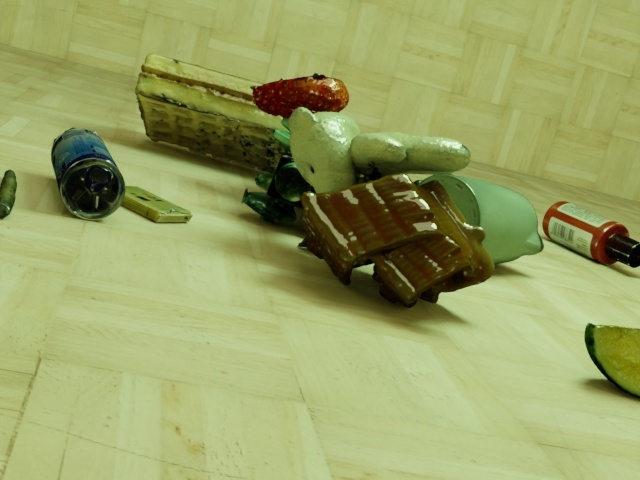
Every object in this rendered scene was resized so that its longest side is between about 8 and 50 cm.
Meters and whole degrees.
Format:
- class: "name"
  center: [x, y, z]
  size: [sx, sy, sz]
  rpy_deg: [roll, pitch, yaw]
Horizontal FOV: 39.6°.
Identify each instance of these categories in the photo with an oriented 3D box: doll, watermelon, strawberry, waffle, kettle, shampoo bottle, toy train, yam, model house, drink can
- class: "doll"
  center: [0.090, -0.120, 1.363]
  size: [0.278, 0.149, 0.175]
  rpy_deg: [2, -29, 11]
- class: "watermelon"
  center: [0.427, 0.160, 1.177]
  size: [0.182, 0.092, 0.075]
  rpy_deg: [6, 0, -5]
- class: "strawberry"
  center: [-0.037, -0.257, 1.665]
  size: [0.188, 0.082, 0.121]
  rpy_deg: [-3, -8, 18]
- class: "waffle"
  center: [-0.215, -0.270, 1.993]
  size: [0.376, 0.114, 0.261]
  rpy_deg: [15, -21, -2]
- class: "kettle"
  center: [0.275, -0.049, 1.681]
  size: [0.255, 0.165, 0.240]
  rpy_deg: [1, 31, -49]
- class: "shampoo bottle"
  center: [0.656, -0.008, 2.114]
  size: [0.104, 0.104, 0.278]
  rpy_deg: [8, 15, -30]
- class: "toy train"
  center: [0.016, -0.111, 1.685]
  size: [0.272, 0.179, 0.442]
  rpy_deg: [22, 12, -4]
- class: "yam"
  center: [-0.452, -0.074, 1.279]
  size: [0.029, 0.027, 0.234]
  rpy_deg: [21, 9, -22]
- class: "model house"
  center: [0.092, 0.009, 1.277]
  size: [0.229, 0.220, 0.199]
  rpy_deg: [-7, 66, -47]
- class: "drink can"
  center: [-0.364, -0.108, 1.377]
  size: [0.097, 0.097, 0.235]
  rpy_deg: [10, 14, -24]

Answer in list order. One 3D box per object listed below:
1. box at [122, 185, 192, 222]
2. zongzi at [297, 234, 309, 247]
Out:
- class: "box"
  center: [-0.281, -0.059, 1.434]
  size: [0.149, 0.020, 0.073]
  rpy_deg: [24, 15, 35]
- class: "zongzi"
  center: [0.000, 0.000, 1.462]
  size: [0.083, 0.073, 0.067]
  rpy_deg: [53, 4, -15]
